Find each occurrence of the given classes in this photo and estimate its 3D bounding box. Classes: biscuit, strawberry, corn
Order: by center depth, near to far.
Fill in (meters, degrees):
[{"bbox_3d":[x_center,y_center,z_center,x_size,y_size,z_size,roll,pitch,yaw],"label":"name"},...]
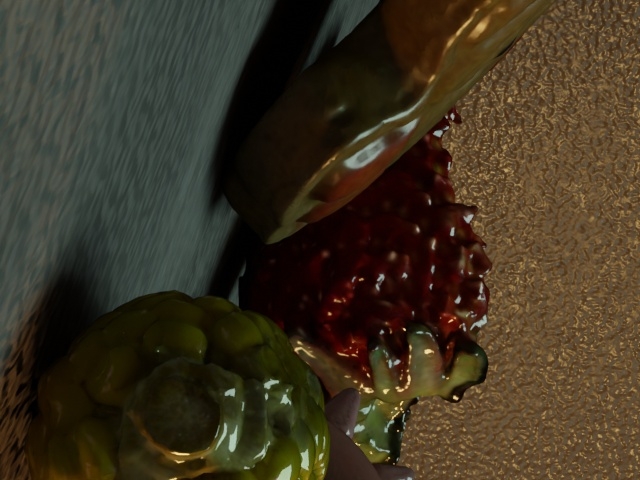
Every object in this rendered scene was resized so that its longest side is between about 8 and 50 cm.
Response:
[{"bbox_3d":[-0.061,0.101,0.825,0.363,0.120,0.120,107,6,-74],"label":"corn"},{"bbox_3d":[0.085,-0.134,1.075,0.359,0.074,0.381,-47,-178,-7],"label":"biscuit"},{"bbox_3d":[0.000,0.000,1.319,0.233,0.137,0.306,-51,-141,43],"label":"strawberry"}]

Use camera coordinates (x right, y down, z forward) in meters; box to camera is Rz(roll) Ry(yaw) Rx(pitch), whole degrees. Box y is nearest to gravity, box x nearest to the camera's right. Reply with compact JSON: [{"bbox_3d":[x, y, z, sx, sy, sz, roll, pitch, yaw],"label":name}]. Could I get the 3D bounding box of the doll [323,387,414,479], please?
[{"bbox_3d":[-0.029,0.169,1.118,0.093,0.211,0.262,-39,-113,55],"label":"doll"}]
